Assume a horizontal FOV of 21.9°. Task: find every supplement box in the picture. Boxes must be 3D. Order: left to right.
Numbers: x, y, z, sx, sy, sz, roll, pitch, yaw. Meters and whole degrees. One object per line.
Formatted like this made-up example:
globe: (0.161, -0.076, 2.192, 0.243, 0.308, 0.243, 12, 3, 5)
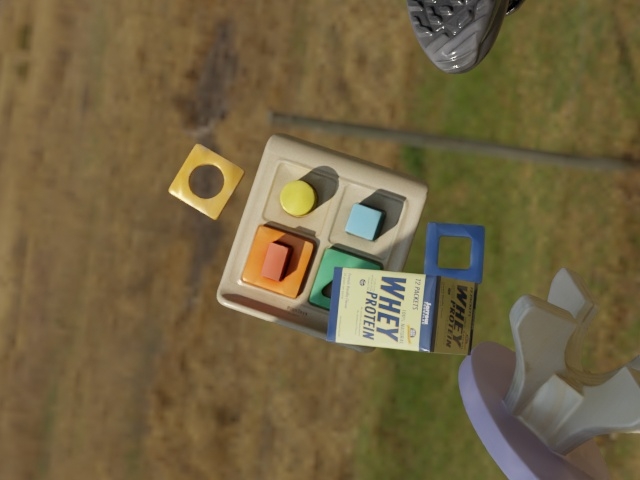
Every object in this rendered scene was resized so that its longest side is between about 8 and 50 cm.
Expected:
supplement box: (0.061, 0.052, 1.216, 0.083, 0.083, 0.056, 11, -96, -63)

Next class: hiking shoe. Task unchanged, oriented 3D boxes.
hiking shoe: (0.131, -0.203, 1.275, 0.086, 0.114, 0.227, -14, 47, 31)

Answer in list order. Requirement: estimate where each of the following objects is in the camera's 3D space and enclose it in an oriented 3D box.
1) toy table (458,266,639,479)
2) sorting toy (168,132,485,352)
toy table: (0.275, 0.164, 1.806, 0.161, 0.252, 0.274, -54, 44, 22)
sorting toy: (0.000, 0.000, 1.733, 0.047, 0.347, 0.196, 51, -123, -83)
